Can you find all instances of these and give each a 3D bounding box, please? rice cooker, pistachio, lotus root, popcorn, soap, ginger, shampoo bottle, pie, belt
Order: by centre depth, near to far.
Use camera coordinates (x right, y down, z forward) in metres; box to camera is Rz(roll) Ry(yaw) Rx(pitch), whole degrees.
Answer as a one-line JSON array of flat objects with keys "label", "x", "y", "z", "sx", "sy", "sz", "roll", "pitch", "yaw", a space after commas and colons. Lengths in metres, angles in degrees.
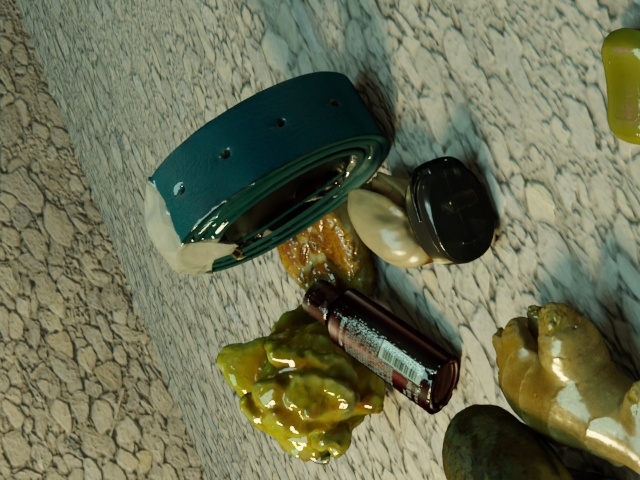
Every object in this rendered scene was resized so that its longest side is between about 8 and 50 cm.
[{"label": "soap", "x": 0.369, "y": -0.180, "z": 1.281, "sx": 0.089, "sy": 0.045, "sz": 0.140, "roll": 17, "pitch": 122, "yaw": 56}, {"label": "ginger", "x": 0.382, "y": 0.194, "z": 1.464, "sx": 0.375, "sy": 0.166, "sz": 0.236, "roll": 7, "pitch": 103, "yaw": 45}, {"label": "lotus root", "x": 0.260, "y": 0.338, "z": 1.554, "sx": 0.160, "sy": 0.152, "sz": 0.275, "roll": -59, "pitch": 23, "yaw": 12}, {"label": "rice cooker", "x": 0.193, "y": -0.042, "z": 1.657, "sx": 0.165, "sy": 0.112, "sz": 0.106, "roll": 68, "pitch": 161, "yaw": 5}, {"label": "pistachio", "x": 0.125, "y": -0.033, "z": 1.783, "sx": 0.215, "sy": 0.144, "sz": 0.144, "roll": -135, "pitch": 35, "yaw": -53}, {"label": "belt", "x": -0.101, "y": -0.110, "z": 1.871, "sx": 0.173, "sy": 0.436, "sz": 0.300, "roll": 58, "pitch": -168, "yaw": 21}, {"label": "shampoo bottle", "x": 0.102, "y": 0.177, "z": 1.959, "sx": 0.323, "sy": 0.084, "sz": 0.129, "roll": 33, "pitch": 132, "yaw": 36}, {"label": "pie", "x": 0.000, "y": 0.000, "z": 2.106, "sx": 0.315, "sy": 0.092, "sz": 0.315, "roll": 41, "pitch": 145, "yaw": 38}, {"label": "popcorn", "x": -0.022, "y": 0.252, "z": 2.144, "sx": 0.321, "sy": 0.325, "sz": 0.290, "roll": 29, "pitch": 148, "yaw": -9}]

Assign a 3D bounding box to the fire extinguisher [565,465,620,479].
[{"label": "fire extinguisher", "x": 0.330, "y": 0.424, "z": 1.700, "sx": 0.376, "sy": 0.113, "sz": 0.200, "roll": 0, "pitch": 99, "yaw": 64}]
